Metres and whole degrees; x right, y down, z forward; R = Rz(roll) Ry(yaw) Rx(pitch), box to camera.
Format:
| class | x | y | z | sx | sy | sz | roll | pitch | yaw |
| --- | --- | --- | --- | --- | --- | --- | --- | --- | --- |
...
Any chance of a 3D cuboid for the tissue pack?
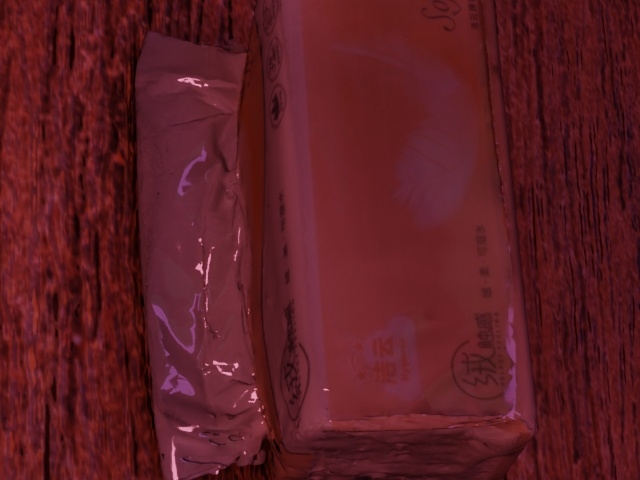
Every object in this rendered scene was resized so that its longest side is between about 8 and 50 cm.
| class | x | y | z | sx | sy | sz | roll | pitch | yaw |
| --- | --- | --- | --- | --- | --- | --- | --- | --- | --- |
| tissue pack | 0.000 | 0.000 | 1.209 | 0.238 | 0.238 | 0.305 | 19 | 60 | -48 |
